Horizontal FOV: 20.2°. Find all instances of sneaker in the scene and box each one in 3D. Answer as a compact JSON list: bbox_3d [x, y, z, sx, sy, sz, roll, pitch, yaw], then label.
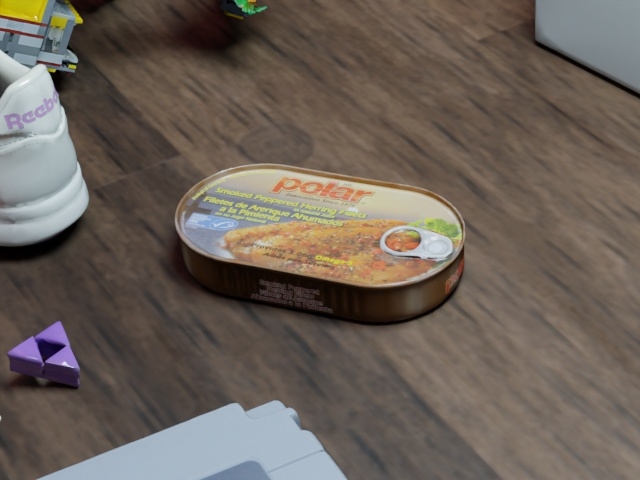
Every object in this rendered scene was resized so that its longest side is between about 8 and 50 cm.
[{"bbox_3d":[-0.286,-0.108,1.209,0.305,0.152,0.114,19,45,22],"label":"sneaker"}]

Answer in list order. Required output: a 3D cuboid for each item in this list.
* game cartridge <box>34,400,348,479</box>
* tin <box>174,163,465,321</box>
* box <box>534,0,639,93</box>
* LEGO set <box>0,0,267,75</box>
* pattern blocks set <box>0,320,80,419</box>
[{"bbox_3d":[-0.042,0.204,0.870,0.198,0.062,0.297,-23,41,-15],"label":"game cartridge"},{"bbox_3d":[0.000,0.000,1.143,0.189,0.040,0.106,11,44,19],"label":"tin"},{"bbox_3d":[0.340,-0.184,1.232,0.215,0.168,0.345,-29,43,-28],"label":"box"},{"bbox_3d":[-0.188,-0.225,1.388,0.255,0.192,0.331,4,28,-37],"label":"LEGO set"},{"bbox_3d":[-0.289,0.101,1.009,0.324,0.026,0.285,-21,51,-35],"label":"pattern blocks set"}]
